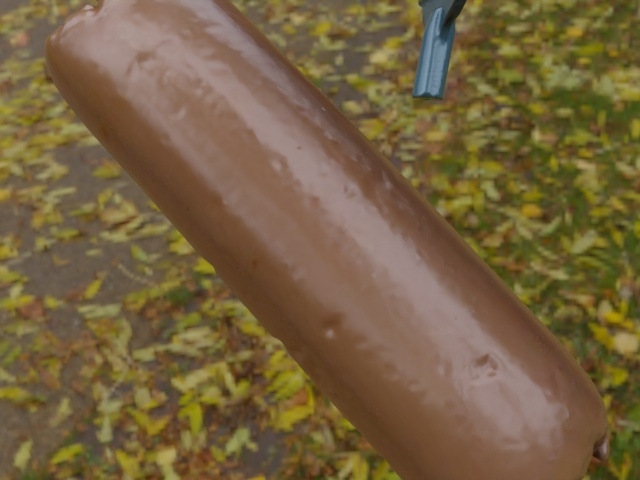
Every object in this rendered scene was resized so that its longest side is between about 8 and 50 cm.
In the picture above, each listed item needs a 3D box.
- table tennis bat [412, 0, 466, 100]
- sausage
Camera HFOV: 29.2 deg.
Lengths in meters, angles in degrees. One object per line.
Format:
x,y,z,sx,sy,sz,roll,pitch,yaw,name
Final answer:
0.076,-0.158,0.720,0.019,0.155,0.100,10,-1,-13,table tennis bat
0.001,0.000,0.507,0.289,0.086,0.086,47,52,11,sausage
